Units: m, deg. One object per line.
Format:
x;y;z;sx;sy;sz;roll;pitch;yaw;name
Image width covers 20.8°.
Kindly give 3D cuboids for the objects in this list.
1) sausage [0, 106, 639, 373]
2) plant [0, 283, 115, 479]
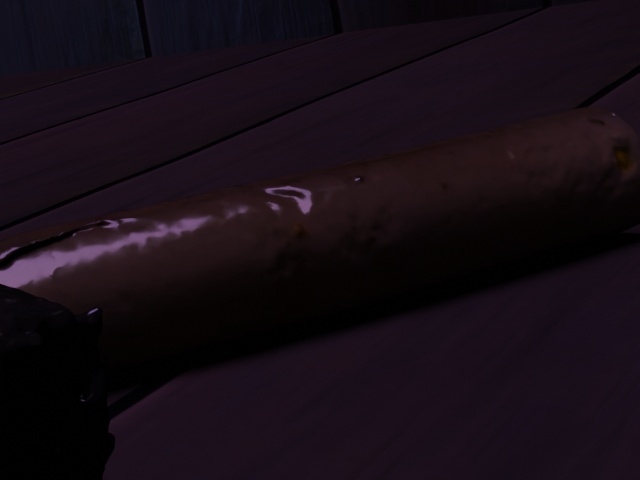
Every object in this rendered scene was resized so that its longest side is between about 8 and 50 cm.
0.001;-0.001;0.687;0.301;0.065;0.066;-16;13;-27;sausage
-0.129;0.044;0.490;0.143;0.092;0.094;5;23;26;plant
